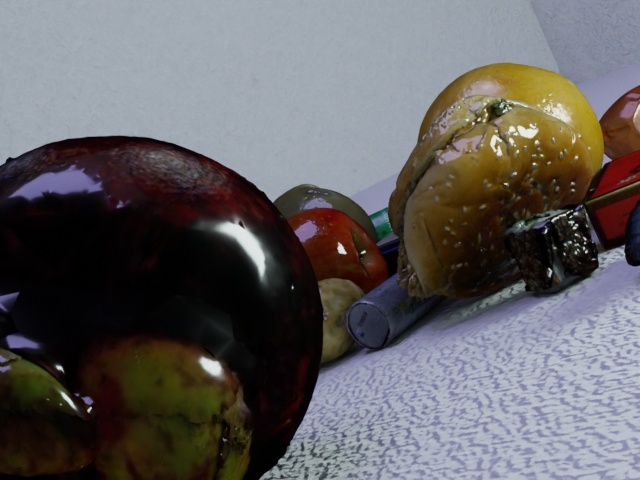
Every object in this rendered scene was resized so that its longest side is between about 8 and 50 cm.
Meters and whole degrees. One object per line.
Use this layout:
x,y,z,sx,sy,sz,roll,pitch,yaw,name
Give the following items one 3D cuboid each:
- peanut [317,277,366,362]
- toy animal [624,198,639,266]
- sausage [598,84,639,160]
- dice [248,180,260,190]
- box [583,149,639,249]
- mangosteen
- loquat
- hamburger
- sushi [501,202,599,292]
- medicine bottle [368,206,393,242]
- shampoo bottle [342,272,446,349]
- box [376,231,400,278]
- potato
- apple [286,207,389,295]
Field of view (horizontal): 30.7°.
-0.036,0.124,1.461,0.229,0.098,0.103,-30,-4,-20,peanut
0.380,-0.051,1.209,0.218,0.116,0.179,-33,9,-16,toy animal
0.553,-0.203,1.852,0.258,0.133,0.133,-29,6,-9,sausage
-0.193,0.050,2.020,0.252,0.249,0.254,-22,6,20,dice
0.423,-0.072,1.457,0.153,0.074,0.240,-18,9,23,box
-0.200,0.115,1.038,0.381,0.381,0.421,-17,42,54,mangosteen
0.264,-0.122,1.635,0.263,0.263,0.263,-24,6,3,loquat
0.192,-0.049,1.402,0.286,0.243,0.146,-34,48,-6,hamburger
0.264,0.009,1.314,0.094,0.084,0.098,-23,9,-22,sushi
0.113,-0.006,2.049,0.260,0.095,0.095,-24,6,-3,medicine bottle
0.116,0.069,1.486,0.072,0.072,0.214,-20,7,40,shampoo bottle
0.159,0.011,1.801,0.168,0.071,0.259,-22,7,27,box
0.000,0.000,1.916,0.160,0.235,0.178,16,-69,-49,potato
-0.002,0.049,1.614,0.168,0.181,0.181,-37,0,27,apple
